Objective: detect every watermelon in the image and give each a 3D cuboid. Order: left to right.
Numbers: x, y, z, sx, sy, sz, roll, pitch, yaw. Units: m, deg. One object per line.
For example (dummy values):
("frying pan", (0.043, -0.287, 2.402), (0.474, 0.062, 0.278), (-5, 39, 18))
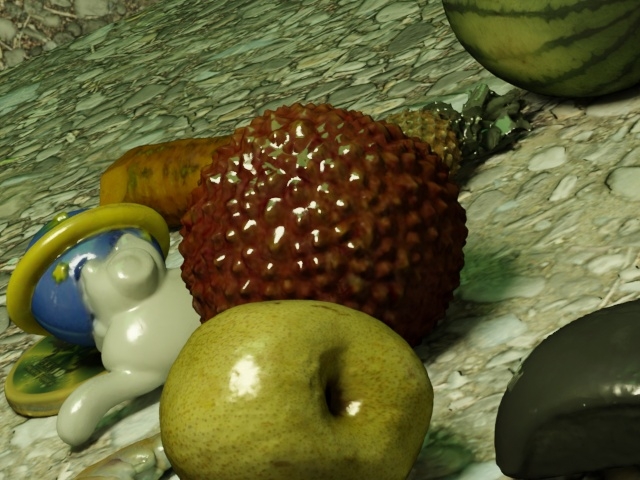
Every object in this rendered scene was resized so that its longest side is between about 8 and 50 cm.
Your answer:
("watermelon", (0.286, -0.305, 2.289), (0.279, 0.279, 0.359), (-35, 26, -27))

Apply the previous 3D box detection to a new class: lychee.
("lychee", (0.000, 0.000, 1.867), (0.275, 0.304, 0.276), (0, 53, -1))

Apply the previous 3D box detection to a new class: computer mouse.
("computer mouse", (0.244, 0.101, 1.518), (0.269, 0.100, 0.170), (-15, 17, 42))

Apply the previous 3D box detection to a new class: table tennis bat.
("table tennis bat", (-0.209, 0.097, 2.190), (0.321, 0.050, 0.198), (-33, 24, -14))

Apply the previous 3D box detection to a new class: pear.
("pear", (-0.030, 0.144, 1.609), (0.228, 0.188, 0.211), (2, -17, -34))

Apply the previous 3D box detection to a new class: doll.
("doll", (-0.181, 0.041, 2.063), (0.311, 0.160, 0.242), (-23, 38, -16))

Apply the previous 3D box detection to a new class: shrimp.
("shrimp", (-0.160, 0.230, 1.779), (0.185, 0.068, 0.287), (-13, 12, 20))

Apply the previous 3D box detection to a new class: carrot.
("carrot", (-0.146, -0.075, 2.461), (0.301, 0.114, 0.114), (-8, 25, 36))

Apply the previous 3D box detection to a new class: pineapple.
("pineapple", (0.146, -0.114, 2.244), (0.125, 0.125, 0.251), (-4, 18, 45))
